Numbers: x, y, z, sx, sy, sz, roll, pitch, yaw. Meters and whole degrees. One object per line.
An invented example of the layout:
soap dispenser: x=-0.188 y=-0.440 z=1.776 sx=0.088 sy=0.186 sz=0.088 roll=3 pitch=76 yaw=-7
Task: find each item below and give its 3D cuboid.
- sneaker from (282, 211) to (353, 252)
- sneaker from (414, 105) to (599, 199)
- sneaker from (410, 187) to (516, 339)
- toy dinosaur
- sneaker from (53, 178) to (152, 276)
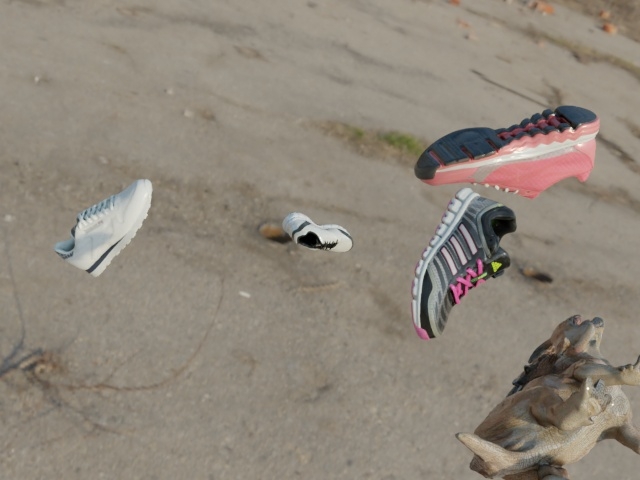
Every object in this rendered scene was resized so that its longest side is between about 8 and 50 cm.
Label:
sneaker: x=0.000 y=0.000 z=1.103 sx=0.109 sy=0.040 sz=0.044 roll=16 pitch=30 yaw=-36
sneaker: x=0.316 y=-0.119 z=1.432 sx=0.313 sy=0.136 sz=0.116 roll=-13 pitch=28 yaw=1
sneaker: x=0.144 y=0.024 z=0.840 sx=0.074 sy=0.063 sz=0.170 roll=13 pitch=60 yaw=28
toy dinosaur: x=0.210 y=0.169 z=0.806 sx=0.295 sy=0.127 sz=0.200 roll=-15 pitch=5 yaw=-34
sneaker: x=-0.393 y=-0.031 z=1.573 sx=0.094 sy=0.235 sz=0.090 roll=34 pitch=24 yaw=-23
